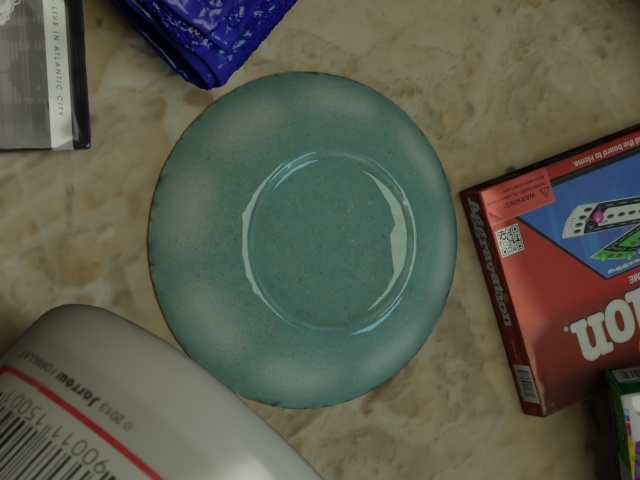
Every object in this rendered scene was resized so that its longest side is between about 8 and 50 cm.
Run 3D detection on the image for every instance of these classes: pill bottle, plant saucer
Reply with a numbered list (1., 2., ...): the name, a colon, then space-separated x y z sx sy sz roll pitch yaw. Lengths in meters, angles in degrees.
1. pill bottle: -0.174 0.245 0.901 0.407 0.229 0.229 -48 109 -16
2. plant saucer: 0.000 0.000 1.082 0.195 0.037 0.194 0 90 -25

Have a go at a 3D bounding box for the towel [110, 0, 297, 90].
1. towel: -0.038 -0.264 1.028 0.227 0.076 0.308 45 69 -19

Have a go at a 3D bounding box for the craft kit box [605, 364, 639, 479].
1. craft kit box: 0.309 0.181 1.153 0.250 0.061 0.246 -10 106 -1

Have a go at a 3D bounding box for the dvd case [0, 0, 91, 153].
1. dvd case: -0.230 -0.123 0.985 0.221 0.018 0.164 -4 92 -24

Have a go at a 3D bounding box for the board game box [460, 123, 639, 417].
1. board game box: 0.229 -0.007 1.192 0.281 0.027 0.145 -21 101 -23
